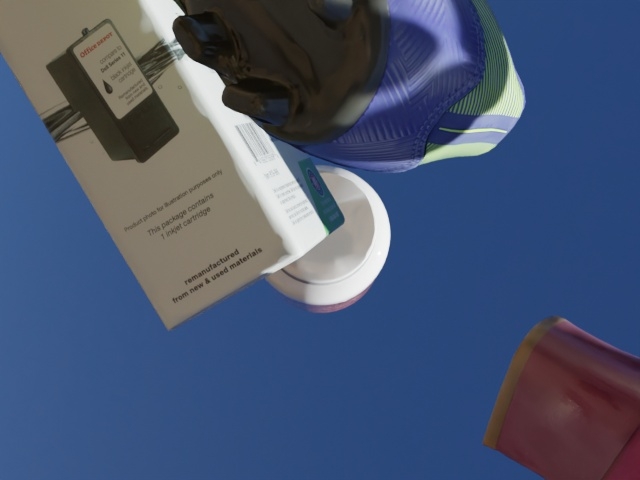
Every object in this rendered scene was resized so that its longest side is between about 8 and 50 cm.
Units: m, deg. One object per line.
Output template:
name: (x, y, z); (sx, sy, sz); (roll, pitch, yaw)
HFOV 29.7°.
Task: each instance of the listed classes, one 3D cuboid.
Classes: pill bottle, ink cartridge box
pill bottle: (0.000, 0.000, 1.066); (0.216, 0.121, 0.121); (93, 7, -84)
ink cartridge box: (-0.083, -0.071, 0.673); (0.087, 0.153, 0.208); (-30, -89, 13)

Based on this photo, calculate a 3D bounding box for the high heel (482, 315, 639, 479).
high heel: (0.154, 0.236, 0.666); (0.181, 0.127, 0.377); (29, -54, 34)

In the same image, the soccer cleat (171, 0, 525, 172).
soccer cleat: (-0.021, -0.128, 0.484); (0.093, 0.121, 0.289); (-54, -134, 27)
